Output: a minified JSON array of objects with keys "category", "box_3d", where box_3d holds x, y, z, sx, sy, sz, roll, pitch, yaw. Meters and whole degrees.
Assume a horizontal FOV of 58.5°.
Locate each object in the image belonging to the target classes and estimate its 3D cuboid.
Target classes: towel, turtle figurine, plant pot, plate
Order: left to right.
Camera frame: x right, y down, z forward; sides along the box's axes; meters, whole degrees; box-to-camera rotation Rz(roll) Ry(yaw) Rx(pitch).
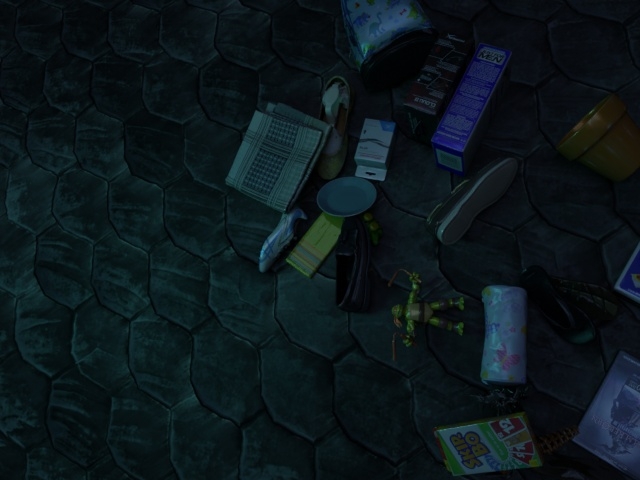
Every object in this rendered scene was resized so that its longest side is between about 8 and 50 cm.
[{"category":"towel","box_3d":[-0.144,-0.278,1.837,0.312,0.056,0.324,28,91,37]},{"category":"towel","box_3d":[0.000,0.000,1.802,0.102,0.021,0.237,37,85,15]},{"category":"plate","box_3d":[0.082,-0.132,1.784,0.188,0.024,0.188,-6,44,6]},{"category":"turtle figurine","box_3d":[0.294,0.220,1.625,0.217,0.087,0.270,4,67,8]},{"category":"plant pot","box_3d":[0.801,-0.269,1.587,0.188,0.205,0.205,44,89,6]}]

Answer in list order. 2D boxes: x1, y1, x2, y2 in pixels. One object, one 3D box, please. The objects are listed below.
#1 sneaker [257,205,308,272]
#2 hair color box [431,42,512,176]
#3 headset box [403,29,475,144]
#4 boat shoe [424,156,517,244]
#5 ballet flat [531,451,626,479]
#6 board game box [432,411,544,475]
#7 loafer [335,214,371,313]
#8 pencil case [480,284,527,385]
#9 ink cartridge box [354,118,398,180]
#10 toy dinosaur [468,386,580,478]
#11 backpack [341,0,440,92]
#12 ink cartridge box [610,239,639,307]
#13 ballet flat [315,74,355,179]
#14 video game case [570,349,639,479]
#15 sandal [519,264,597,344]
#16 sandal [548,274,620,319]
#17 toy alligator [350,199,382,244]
[{"category":"sneaker","box_3d":[-0.122,0.001,1.800,0.086,0.085,0.237,29,87,13]},{"category":"hair color box","box_3d":[0.453,-0.386,1.705,0.110,0.185,0.339,26,82,21]},{"category":"headset box","box_3d":[0.359,-0.440,1.728,0.110,0.218,0.293,25,82,21]},{"category":"boat shoe","box_3d":[0.440,-0.131,1.676,0.324,0.116,0.096,-47,40,-1]},{"category":"ballet flat","box_3d":[0.644,0.591,1.447,0.249,0.058,0.084,14,39,13]},{"category":"board game box","box_3d":[0.405,0.509,1.417,0.259,0.039,0.124,-25,84,37]},{"category":"loafer","box_3d":[0.087,0.064,1.700,0.109,0.095,0.303,-21,66,52]},{"category":"pencil case","box_3d":[0.496,0.255,1.548,0.124,0.113,0.273,-2,73,25]},{"category":"ink cartridge box","box_3d":[0.174,-0.289,1.814,0.104,0.060,0.180,12,76,17]},{"category":"toy dinosaur","box_3d":[0.482,0.492,1.462,0.321,0.164,0.219,-12,75,14]},{"category":"backpack","box_3d":[0.205,-0.713,1.850,0.290,0.273,0.356,-22,58,15]},{"category":"ink cartridge box","box_3d":[0.983,0.080,1.498,0.303,0.072,0.307,31,82,21]},{"category":"ballet flat","box_3d":[0.035,-0.375,1.849,0.123,0.123,0.349,8,77,17]},{"category":"video game case","box_3d":[0.796,0.448,1.461,0.196,0.026,0.274,30,83,20]},{"category":"sandal","box_3d":[0.630,0.182,1.540,0.254,0.054,0.097,51,125,19]},{"category":"sandal","box_3d":[0.699,0.147,1.556,0.219,0.060,0.090,15,104,33]},{"category":"toy alligator","box_3d":[0.146,-0.062,1.767,0.051,0.056,0.190,-9,52,-28]}]
